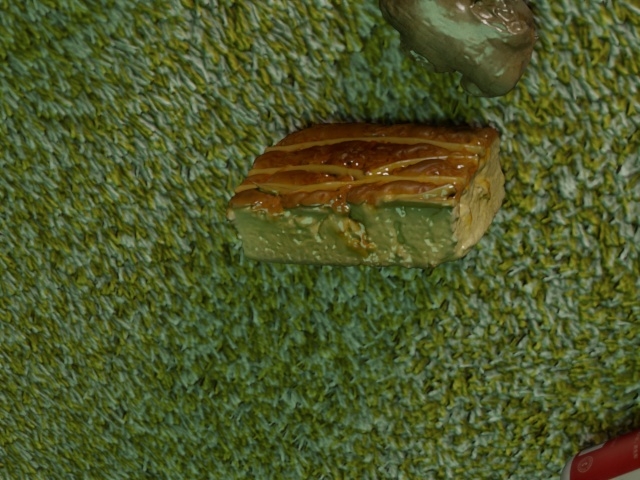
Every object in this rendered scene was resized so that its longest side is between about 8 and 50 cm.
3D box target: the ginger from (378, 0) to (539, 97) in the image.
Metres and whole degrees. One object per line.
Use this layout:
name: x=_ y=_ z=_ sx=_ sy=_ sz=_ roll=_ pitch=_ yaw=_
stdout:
ginger: x=0.130 y=-0.242 z=1.807 sx=0.213 sy=0.074 sz=0.137 roll=39 pitch=123 yaw=-13

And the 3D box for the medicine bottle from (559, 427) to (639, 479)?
medicine bottle: x=0.420 y=0.285 z=2.052 sx=0.250 sy=0.131 sz=0.131 roll=-28 pitch=111 yaw=39

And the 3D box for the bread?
bread: x=0.054 y=-0.054 z=1.920 sx=0.275 sy=0.185 sz=0.114 roll=0 pitch=120 yaw=25
